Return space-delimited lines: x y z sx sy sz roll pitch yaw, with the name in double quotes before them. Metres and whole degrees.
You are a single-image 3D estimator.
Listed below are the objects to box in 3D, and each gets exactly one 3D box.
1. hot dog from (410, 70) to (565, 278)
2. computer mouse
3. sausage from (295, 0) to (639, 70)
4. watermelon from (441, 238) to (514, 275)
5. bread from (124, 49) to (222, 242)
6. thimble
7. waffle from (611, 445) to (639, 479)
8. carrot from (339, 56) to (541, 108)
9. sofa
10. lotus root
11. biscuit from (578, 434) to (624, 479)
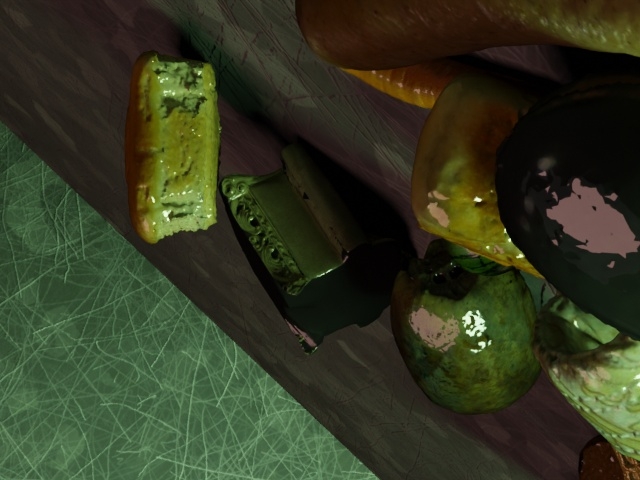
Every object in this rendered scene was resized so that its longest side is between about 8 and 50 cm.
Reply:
"hot dog" 0.182 -0.040 0.876 0.257 0.150 0.153 20 -171 -12
"computer mouse" 0.260 0.007 0.730 0.323 0.116 0.183 21 139 -9
"sausage" 0.114 -0.181 0.756 0.501 0.123 0.136 13 119 60
"watermelon" 0.166 -0.013 1.142 0.109 0.109 0.109 39 164 13
"bread" -0.190 -0.117 1.482 0.121 0.245 0.174 3 -179 2
"thimble" 0.293 0.115 1.115 0.143 0.137 0.190 45 179 -17
"waffle" 0.383 0.239 1.398 0.097 0.023 0.152 -15 104 55
"carrot" 0.103 -0.144 1.031 0.271 0.066 0.062 30 -160 30
"sofa" 0.000 0.000 1.552 0.200 0.182 0.258 55 171 25
"lotus root" 0.173 0.113 1.369 0.160 0.152 0.275 21 157 32
"biscuit" 0.419 0.334 1.497 0.212 0.036 0.212 38 149 29
